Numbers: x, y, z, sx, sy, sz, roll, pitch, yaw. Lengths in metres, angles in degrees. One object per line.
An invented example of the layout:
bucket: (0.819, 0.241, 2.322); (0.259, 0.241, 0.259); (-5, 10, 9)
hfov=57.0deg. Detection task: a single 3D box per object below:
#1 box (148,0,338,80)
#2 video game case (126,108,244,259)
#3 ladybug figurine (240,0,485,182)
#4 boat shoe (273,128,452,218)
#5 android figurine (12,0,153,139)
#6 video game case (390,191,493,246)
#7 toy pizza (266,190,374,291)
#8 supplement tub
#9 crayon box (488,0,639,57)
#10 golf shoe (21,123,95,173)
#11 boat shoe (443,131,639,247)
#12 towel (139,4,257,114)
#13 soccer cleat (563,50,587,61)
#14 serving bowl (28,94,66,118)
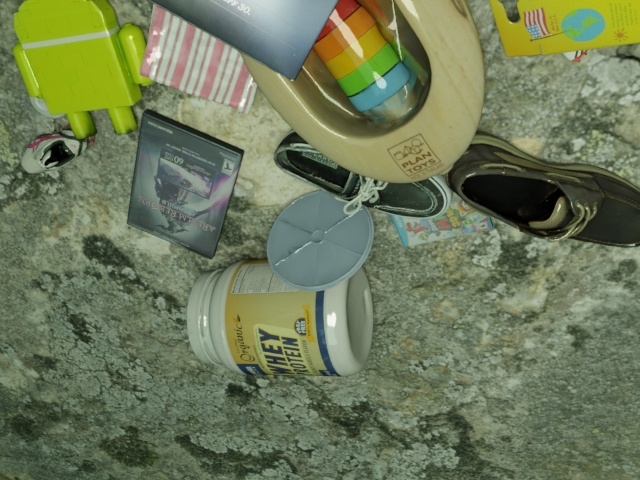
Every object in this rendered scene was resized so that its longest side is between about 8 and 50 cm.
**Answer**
box: (-0.086, -0.356, 0.516); (0.296, 0.183, 0.294); (23, 114, -22)
video game case: (-0.272, -0.100, 1.152); (0.196, 0.026, 0.274); (23, 128, -1)
ladybug figurine: (0.059, -0.279, 0.829); (0.305, 0.162, 0.449); (-23, 116, 31)
boat shoe: (0.070, -0.103, 0.983); (0.306, 0.105, 0.113); (26, 123, 1)
android figurine: (-0.411, -0.311, 1.006); (0.248, 0.056, 0.273); (-5, 119, 14)
video game case: (0.207, -0.053, 1.045); (0.166, 0.015, 0.119); (-13, 121, 25)
toy pizza: (0.000, 0.000, 1.049); (0.201, 0.201, 0.032); (-4, 153, 20)
supplement tub: (-0.074, 0.147, 1.144); (0.316, 0.228, 0.228); (-4, 124, 20)
crayon box: (0.354, -0.332, 0.683); (0.318, 0.081, 0.202); (4, 147, 36)
golf shoe: (-0.526, -0.169, 1.139); (0.186, 0.086, 0.067); (-19, 119, 29)
boat shoe: (0.356, -0.051, 0.920); (0.355, 0.130, 0.132); (16, 128, 0)
towel: (-0.187, -0.301, 0.950); (0.197, 0.029, 0.144); (20, 114, 1)
soccer cleat: (0.370, -0.286, 0.815); (0.035, 0.029, 0.083); (29, 133, -11)
serving bowl: (-0.511, -0.263, 1.101); (0.083, 0.027, 0.083); (9, 127, 12)
